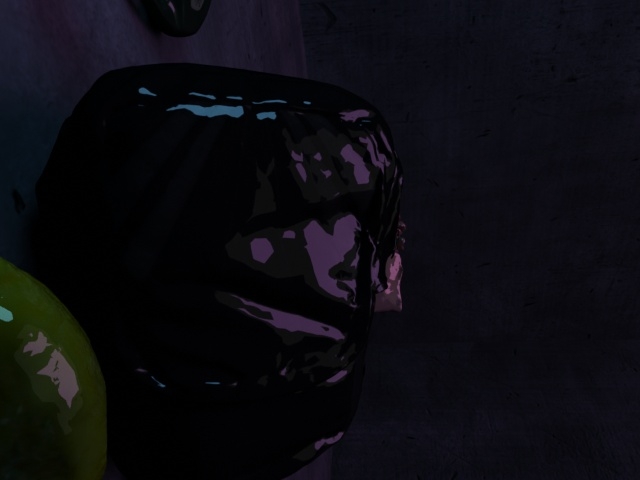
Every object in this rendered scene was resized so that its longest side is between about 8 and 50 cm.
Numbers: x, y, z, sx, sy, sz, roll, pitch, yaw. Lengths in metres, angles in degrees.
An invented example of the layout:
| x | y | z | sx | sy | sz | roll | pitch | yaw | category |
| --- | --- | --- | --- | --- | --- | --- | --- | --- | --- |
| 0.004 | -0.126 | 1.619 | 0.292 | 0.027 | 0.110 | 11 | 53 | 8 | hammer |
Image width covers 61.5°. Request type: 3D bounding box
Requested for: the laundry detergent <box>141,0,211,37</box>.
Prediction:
| x | y | z | sx | sy | sz | roll | pitch | yaw | category |
| --- | --- | --- | --- | --- | --- | --- | --- | --- | --- |
| -0.210 | -0.373 | 0.689 | 0.221 | 0.078 | 0.144 | 58 | 41 | -75 | laundry detergent |

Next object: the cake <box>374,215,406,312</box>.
| x | y | z | sx | sy | sz | roll | pitch | yaw | category |
| --- | --- | --- | --- | --- | --- | --- | --- | --- | --- |
| 0.000 | 0.000 | 1.062 | 0.314 | 0.293 | 0.306 | 149 | -60 | -78 | cake |

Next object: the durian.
| x | y | z | sx | sy | sz | roll | pitch | yaw | category |
| --- | --- | --- | --- | --- | --- | --- | --- | --- | --- |
| -0.208 | 0.114 | 0.338 | 0.101 | 0.139 | 0.250 | 18 | -73 | 53 | durian |

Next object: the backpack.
| x | y | z | sx | sy | sz | roll | pitch | yaw | category |
| --- | --- | --- | --- | --- | --- | --- | --- | --- | --- |
| -0.089 | 0.059 | 0.561 | 0.255 | 0.363 | 0.445 | -158 | -110 | -64 | backpack |
